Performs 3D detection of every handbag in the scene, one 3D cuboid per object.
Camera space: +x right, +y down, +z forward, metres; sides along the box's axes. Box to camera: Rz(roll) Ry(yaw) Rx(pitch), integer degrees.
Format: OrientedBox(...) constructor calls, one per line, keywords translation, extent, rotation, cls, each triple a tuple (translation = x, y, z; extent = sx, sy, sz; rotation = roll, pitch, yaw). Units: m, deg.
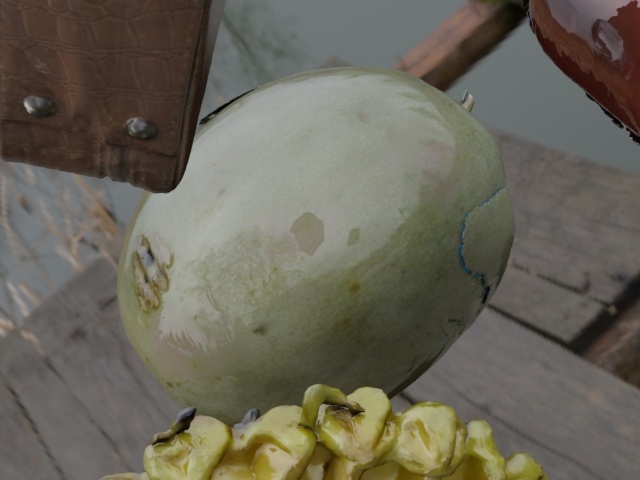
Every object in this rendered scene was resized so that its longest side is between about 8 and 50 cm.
OrientedBox(translation=(-0.056, -0.121, 0.399), extent=(0.193, 0.072, 0.151), rotation=(106, 173, -50), cls="handbag")

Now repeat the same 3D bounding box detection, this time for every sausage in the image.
OrientedBox(translation=(0.122, -0.079, 0.449), extent=(0.076, 0.076, 0.141), rotation=(-35, 37, 4), cls="sausage")

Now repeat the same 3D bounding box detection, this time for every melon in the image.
OrientedBox(translation=(0.000, 0.000, 0.963), extent=(0.330, 0.268, 0.268), rotation=(-39, 26, 0), cls="melon")

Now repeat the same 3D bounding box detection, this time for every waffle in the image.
OrientedBox(translation=(-0.006, 0.201, 0.749), extent=(0.329, 0.329, 0.062), rotation=(-30, 39, 14), cls="waffle")
